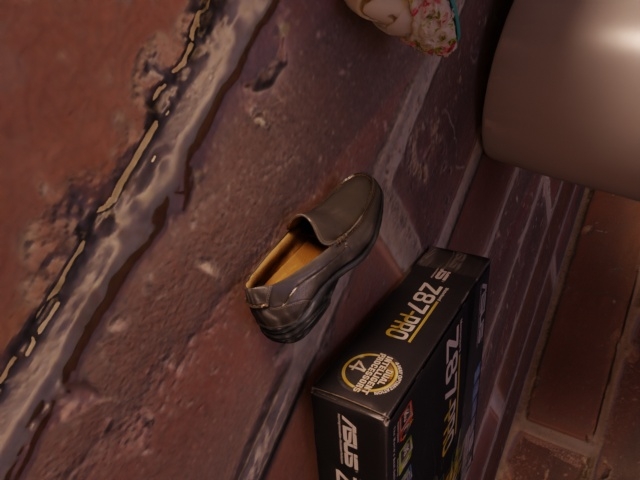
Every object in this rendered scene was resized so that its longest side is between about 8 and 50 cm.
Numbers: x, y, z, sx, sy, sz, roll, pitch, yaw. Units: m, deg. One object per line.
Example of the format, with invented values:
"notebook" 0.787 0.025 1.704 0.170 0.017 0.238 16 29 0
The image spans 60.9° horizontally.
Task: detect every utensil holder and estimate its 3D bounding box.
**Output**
"utensil holder" 0.470 -0.216 0.769 0.327 0.385 0.328 -40 142 -42

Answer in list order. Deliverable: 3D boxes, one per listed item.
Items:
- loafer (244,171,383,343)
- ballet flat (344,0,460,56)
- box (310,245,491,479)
"loafer" 0.000 0.000 0.443 0.170 0.062 0.061 -58 141 -28
"ballet flat" 0.041 -0.222 0.414 0.077 0.091 0.241 -39 139 0
"box" 0.116 0.252 0.704 0.318 0.097 0.395 -40 134 -49
